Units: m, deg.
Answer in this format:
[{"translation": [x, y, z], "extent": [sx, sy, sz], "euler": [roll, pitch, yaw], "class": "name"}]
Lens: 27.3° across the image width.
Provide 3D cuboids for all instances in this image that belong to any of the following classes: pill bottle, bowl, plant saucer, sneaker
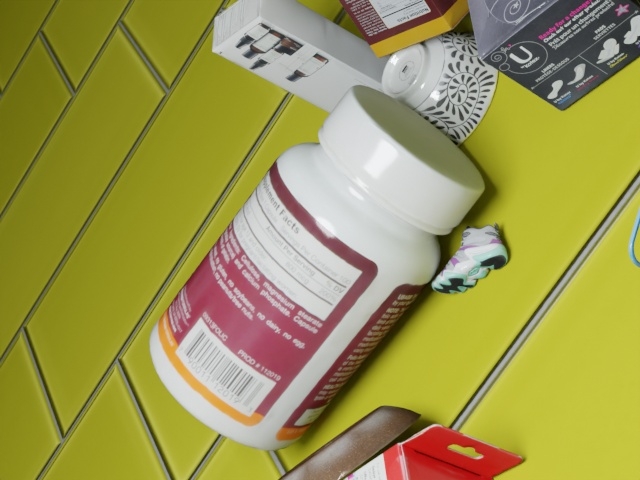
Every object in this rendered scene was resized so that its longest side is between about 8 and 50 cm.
[{"translation": [-0.005, 0.030, 1.513], "extent": [0.392, 0.224, 0.224], "euler": [-52, 37, 19], "class": "pill bottle"}, {"translation": [0.127, -0.191, 1.599], "extent": [0.170, 0.080, 0.170], "euler": [-31, 47, 41], "class": "bowl"}, {"translation": [0.018, 0.231, 1.405], "extent": [0.198, 0.198, 0.036], "euler": [-39, 83, 33], "class": "plant saucer"}, {"translation": [0.163, 0.014, 1.467], "extent": [0.098, 0.038, 0.069], "euler": [-29, 46, 28], "class": "sneaker"}]

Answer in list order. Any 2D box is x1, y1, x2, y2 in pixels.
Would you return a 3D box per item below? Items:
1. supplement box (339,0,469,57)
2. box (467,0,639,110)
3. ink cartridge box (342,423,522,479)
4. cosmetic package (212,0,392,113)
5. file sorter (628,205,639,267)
[{"translation": [0.106, -0.359, 1.567], "extent": [0.129, 0.194, 0.191], "euler": [-14, 28, 49], "class": "supplement box"}, {"translation": [0.256, -0.300, 1.437], "extent": [0.163, 0.142, 0.247], "euler": [-37, 44, 35], "class": "box"}, {"translation": [0.085, 0.281, 1.319], "extent": [0.231, 0.134, 0.078], "euler": [-40, 41, 33], "class": "ink cartridge box"}, {"translation": [-0.013, -0.230, 1.667], "extent": [0.099, 0.239, 0.060], "euler": [-26, 51, 43], "class": "cosmetic package"}, {"translation": [0.371, -0.012, 1.143], "extent": [0.170, 0.104, 0.118], "euler": [7, 75, 55], "class": "file sorter"}]
